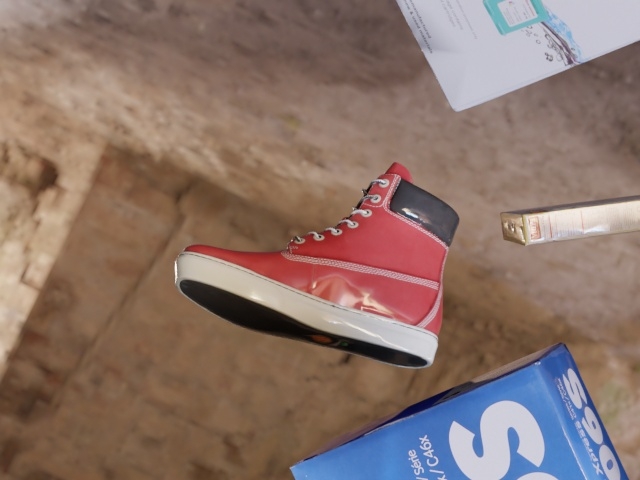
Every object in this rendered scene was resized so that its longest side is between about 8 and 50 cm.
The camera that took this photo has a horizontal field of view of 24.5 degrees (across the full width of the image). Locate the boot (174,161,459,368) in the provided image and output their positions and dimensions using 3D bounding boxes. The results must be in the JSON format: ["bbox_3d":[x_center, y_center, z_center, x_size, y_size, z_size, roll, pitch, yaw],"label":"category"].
[{"bbox_3d":[0.000,0.000,1.312,0.244,0.176,0.088,16,162,-12],"label":"boot"}]

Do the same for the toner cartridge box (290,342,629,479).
[{"bbox_3d":[0.132,0.250,0.837,0.347,0.165,0.075,65,-157,5],"label":"toner cartridge box"}]

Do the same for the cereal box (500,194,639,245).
[{"bbox_3d":[0.375,-0.030,1.993,0.240,0.047,0.173,-7,-178,-2],"label":"cereal box"}]

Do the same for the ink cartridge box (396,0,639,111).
[{"bbox_3d":[0.229,-0.276,1.373,0.270,0.198,0.197,-18,104,48],"label":"ink cartridge box"}]
